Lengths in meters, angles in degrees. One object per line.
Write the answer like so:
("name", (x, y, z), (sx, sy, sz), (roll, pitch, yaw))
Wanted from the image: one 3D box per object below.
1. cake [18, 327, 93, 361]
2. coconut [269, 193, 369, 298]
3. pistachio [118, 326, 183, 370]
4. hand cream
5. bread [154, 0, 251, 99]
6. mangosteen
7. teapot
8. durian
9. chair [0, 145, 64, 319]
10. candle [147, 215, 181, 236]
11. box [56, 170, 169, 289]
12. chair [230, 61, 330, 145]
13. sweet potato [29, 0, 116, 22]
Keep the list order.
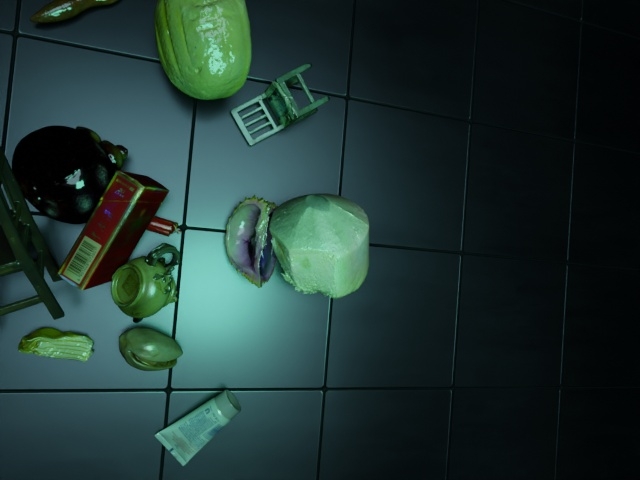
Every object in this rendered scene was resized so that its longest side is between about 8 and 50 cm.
("cake", (-0.729, 0.285, 1.296), (0.185, 0.116, 0.079), (25, 80, -11))
("coconut", (0.000, 0.000, 1.399), (0.297, 0.297, 0.309), (-29, 136, -16))
("pistachio", (-0.496, 0.317, 1.370), (0.185, 0.124, 0.124), (29, 81, -31))
("hand cream", (-0.361, 0.566, 1.430), (0.248, 0.083, 0.133), (-36, 99, -4))
("bread", (-0.332, -0.565, 1.331), (0.237, 0.320, 0.320), (-16, 94, -24))
("mangosteen", (-0.658, -0.190, 1.261), (0.288, 0.233, 0.287), (-1, 66, 1))
("teapot", (-0.483, 0.127, 1.354), (0.173, 0.182, 0.269), (37, 97, 30))
("durian", (-0.212, -0.004, 1.456), (0.187, 0.154, 0.260), (19, 86, 5))
("chair", (-0.812, 0.022, 1.121), (0.241, 0.203, 0.416), (-15, 131, -16))
("candle", (-0.483, -0.046, 1.407), (0.131, 0.052, 0.052), (16, 84, -17))
("box", (-0.551, -0.031, 1.268), (0.089, 0.197, 0.313), (33, 93, 0))
("chair", (-0.128, -0.426, 1.477), (0.270, 0.147, 0.136), (-31, 99, -17))
("sweet potato", (-0.702, -0.678, 1.347), (0.265, 0.057, 0.057), (-32, 98, -17))
